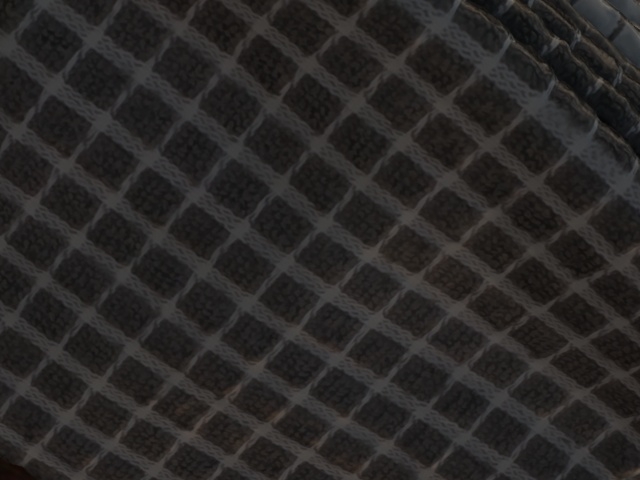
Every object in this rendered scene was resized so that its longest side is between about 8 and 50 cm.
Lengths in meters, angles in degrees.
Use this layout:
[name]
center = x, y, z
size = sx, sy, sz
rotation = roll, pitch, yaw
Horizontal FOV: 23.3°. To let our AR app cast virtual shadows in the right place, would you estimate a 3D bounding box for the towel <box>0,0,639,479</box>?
[towel]
center = 0.000, 0.000, 0.503
size = 0.284, 0.121, 0.235
rotation = 38, 116, -13
